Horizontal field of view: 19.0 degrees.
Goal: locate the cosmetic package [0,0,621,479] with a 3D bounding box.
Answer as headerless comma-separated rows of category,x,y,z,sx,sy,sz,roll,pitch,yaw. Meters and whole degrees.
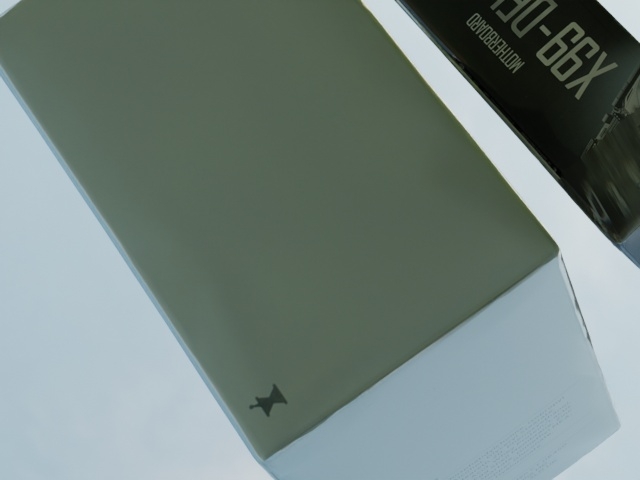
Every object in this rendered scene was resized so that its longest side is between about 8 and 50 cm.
cosmetic package,0.000,0.000,0.805,0.138,0.224,0.224,-36,-116,0

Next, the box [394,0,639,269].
box,0.164,-0.050,1.030,0.076,0.307,0.242,-42,-122,8
